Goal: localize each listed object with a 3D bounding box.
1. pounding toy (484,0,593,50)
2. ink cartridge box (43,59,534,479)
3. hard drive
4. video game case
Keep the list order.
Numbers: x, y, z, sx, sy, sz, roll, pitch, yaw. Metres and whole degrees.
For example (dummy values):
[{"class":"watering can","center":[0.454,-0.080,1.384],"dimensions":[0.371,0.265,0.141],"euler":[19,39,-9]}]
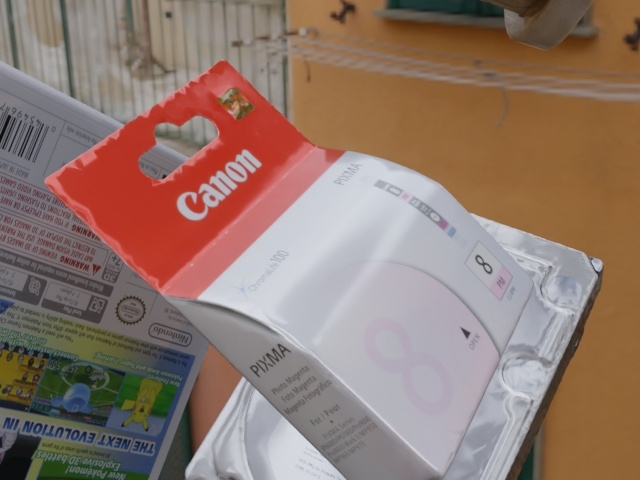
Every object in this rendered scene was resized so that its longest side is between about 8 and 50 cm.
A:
[{"class":"pounding toy","center":[0.127,-0.149,0.235],"dimensions":[0.155,0.269,0.154],"euler":[13,50,-25]},{"class":"ink cartridge box","center":[0.000,0.000,0.542],"dimensions":[0.066,0.232,0.189],"euler":[-38,7,38]},{"class":"hard drive","center":[0.066,0.121,0.839],"dimensions":[0.237,0.064,0.339],"euler":[22,62,22]},{"class":"video game case","center":[-0.198,0.056,0.640],"dimensions":[0.036,0.300,0.329],"euler":[17,-6,39]}]
